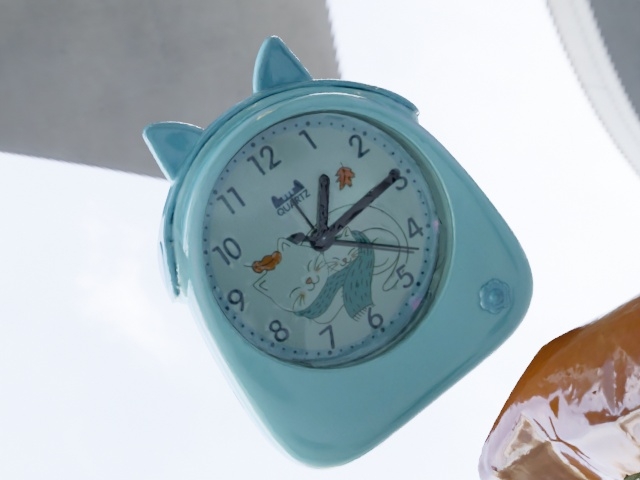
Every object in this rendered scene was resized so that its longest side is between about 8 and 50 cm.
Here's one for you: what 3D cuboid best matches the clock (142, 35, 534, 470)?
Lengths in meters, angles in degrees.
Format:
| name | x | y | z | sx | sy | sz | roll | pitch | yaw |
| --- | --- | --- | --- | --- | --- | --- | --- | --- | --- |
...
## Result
| name | x | y | z | sx | sy | sz | roll | pitch | yaw |
| --- | --- | --- | --- | --- | --- | --- | --- | --- | --- |
| clock | 0.000 | 0.000 | 1.062 | 0.223 | 0.094 | 0.274 | -36 | -80 | -11 |

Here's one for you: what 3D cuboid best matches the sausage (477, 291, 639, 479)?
| name | x | y | z | sx | sy | sz | roll | pitch | yaw |
| --- | --- | --- | --- | --- | --- | --- | --- | --- | --- |
| sausage | 0.140 | 0.067 | 0.644 | 0.089 | 0.179 | 0.089 | 18 | -123 | -30 |

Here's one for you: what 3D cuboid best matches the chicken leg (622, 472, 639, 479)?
| name | x | y | z | sx | sy | sz | roll | pitch | yaw |
| --- | --- | --- | --- | --- | --- | --- | --- | --- | --- |
| chicken leg | 0.162 | 0.159 | 0.584 | 0.093 | 0.070 | 0.178 | -34 | -78 | 12 |
